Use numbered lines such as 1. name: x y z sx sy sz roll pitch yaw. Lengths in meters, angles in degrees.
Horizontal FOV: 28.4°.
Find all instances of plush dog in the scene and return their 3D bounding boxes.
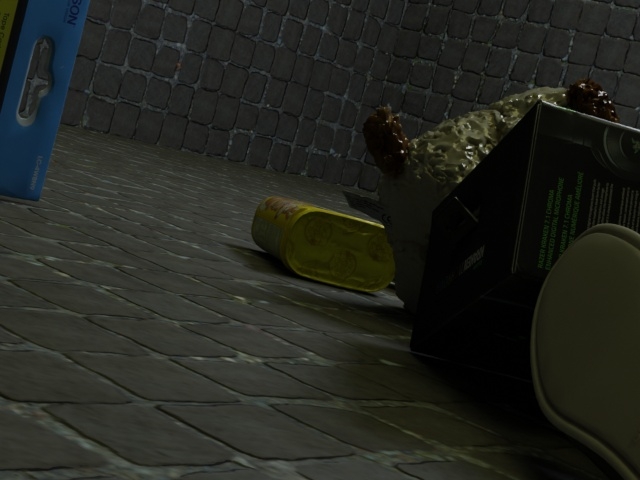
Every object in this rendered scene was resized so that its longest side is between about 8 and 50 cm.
1. plush dog: 0.171 -0.070 1.229 0.225 0.210 0.262 -31 -4 -32

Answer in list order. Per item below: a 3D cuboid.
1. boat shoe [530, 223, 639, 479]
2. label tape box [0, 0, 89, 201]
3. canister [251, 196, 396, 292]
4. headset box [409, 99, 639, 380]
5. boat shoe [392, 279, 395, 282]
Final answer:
1. boat shoe: 0.197 0.094 0.657 0.095 0.112 0.335 34 13 -18
2. label tape box: -0.414 -0.191 1.208 0.348 0.249 0.115 11 7 -43
3. canister: 0.000 0.000 1.382 0.126 0.073 0.170 14 4 -18
4. headset box: 0.222 0.028 0.948 0.283 0.131 0.246 14 -19 -7
5. boat shoe: 0.153 0.043 1.394 0.219 0.077 0.070 9 -1 43
